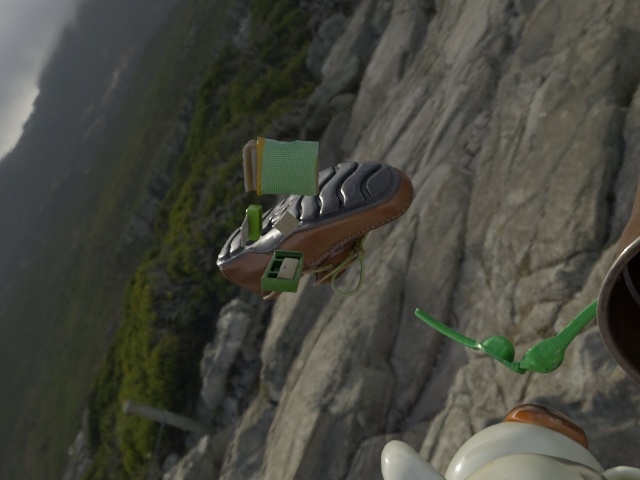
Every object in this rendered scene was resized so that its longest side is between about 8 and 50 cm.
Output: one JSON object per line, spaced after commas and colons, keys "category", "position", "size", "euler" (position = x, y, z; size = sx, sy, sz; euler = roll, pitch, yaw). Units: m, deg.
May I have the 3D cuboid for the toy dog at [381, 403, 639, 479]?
{"category": "toy dog", "position": [0.222, 0.328, 0.823], "size": [0.284, 0.396, 0.408], "euler": [-64, -6, 4]}

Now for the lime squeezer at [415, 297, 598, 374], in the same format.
{"category": "lime squeezer", "position": [0.261, 0.127, 1.086], "size": [0.311, 0.059, 0.109], "euler": [-12, 84, 37]}

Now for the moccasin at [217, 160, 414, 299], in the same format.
{"category": "moccasin", "position": [-0.001, 0.002, 1.167], "size": [0.380, 0.147, 0.139], "euler": [-32, 25, 41]}

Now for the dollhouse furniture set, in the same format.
{"category": "dollhouse furniture set", "position": [-0.043, -0.026, 0.821], "size": [0.058, 0.076, 0.151], "euler": [-72, -15, -59]}

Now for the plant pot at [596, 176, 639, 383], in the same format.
{"category": "plant pot", "position": [0.241, -0.015, 0.430], "size": [0.167, 0.167, 0.165], "euler": [-41, 18, 46]}
